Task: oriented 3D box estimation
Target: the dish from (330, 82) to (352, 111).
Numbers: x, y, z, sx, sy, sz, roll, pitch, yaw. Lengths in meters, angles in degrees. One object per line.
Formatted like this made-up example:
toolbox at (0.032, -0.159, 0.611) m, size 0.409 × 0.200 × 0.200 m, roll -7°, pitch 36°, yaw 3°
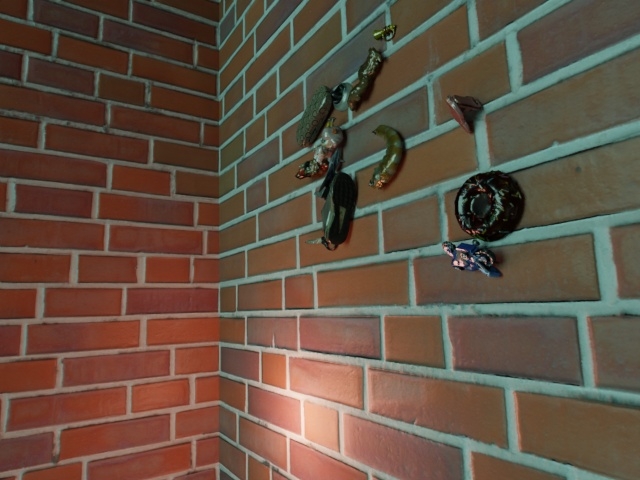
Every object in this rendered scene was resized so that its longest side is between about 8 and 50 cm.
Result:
dish at (0.087, -0.708, 2.177) m, size 0.141 × 0.078 × 0.141 m, roll -10°, pitch 78°, yaw 56°

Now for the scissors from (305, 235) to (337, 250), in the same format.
scissors at (0.000, 0.000, 2.290) m, size 0.300 × 0.022 × 0.109 m, roll -4°, pitch 81°, yaw 55°

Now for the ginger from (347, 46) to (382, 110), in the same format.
ginger at (0.188, -0.720, 2.017) m, size 0.122 × 0.084 × 0.290 m, roll 54°, pitch 131°, yaw 36°

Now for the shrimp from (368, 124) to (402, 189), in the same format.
shrimp at (0.272, -0.372, 1.870) m, size 0.185 × 0.068 × 0.287 m, roll -23°, pitch 66°, yaw 52°

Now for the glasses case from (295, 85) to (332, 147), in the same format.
glasses case at (-0.037, -0.646, 2.352) m, size 0.355 × 0.085 × 0.137 m, roll -56°, pitch 40°, yaw 40°

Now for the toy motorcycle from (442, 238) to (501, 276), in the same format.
toy motorcycle at (0.491, 0.059, 1.469) m, size 0.205 × 0.076 × 0.114 m, roll 16°, pitch 141°, yaw 53°

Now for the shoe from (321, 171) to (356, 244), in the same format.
shoe at (0.071, -0.156, 2.120) m, size 0.171 × 0.132 × 0.337 m, roll -154°, pitch 71°, yaw -66°

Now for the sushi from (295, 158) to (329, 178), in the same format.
sushi at (-0.034, -0.379, 2.317) m, size 0.226 × 0.097 × 0.103 m, roll -10°, pitch 84°, yaw 41°

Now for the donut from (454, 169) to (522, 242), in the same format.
donut at (0.526, -0.112, 1.436) m, size 0.235 × 0.089 × 0.235 m, roll -5°, pitch 85°, yaw 58°

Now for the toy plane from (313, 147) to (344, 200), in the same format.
toy plane at (0.061, -0.320, 2.174) m, size 0.088 × 0.212 × 0.267 m, roll 25°, pitch 90°, yaw 11°

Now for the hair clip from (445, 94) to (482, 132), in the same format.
hair clip at (0.467, -0.435, 1.516) m, size 0.123 × 0.138 × 0.102 m, roll 60°, pitch 140°, yaw 30°

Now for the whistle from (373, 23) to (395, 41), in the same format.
whistle at (0.280, -0.899, 1.934) m, size 0.109 × 0.046 × 0.057 m, roll 7°, pitch 78°, yaw 51°

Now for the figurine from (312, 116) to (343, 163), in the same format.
figurine at (0.041, -0.480, 2.182) m, size 0.229 × 0.111 × 0.137 m, roll -57°, pitch 30°, yaw 17°
